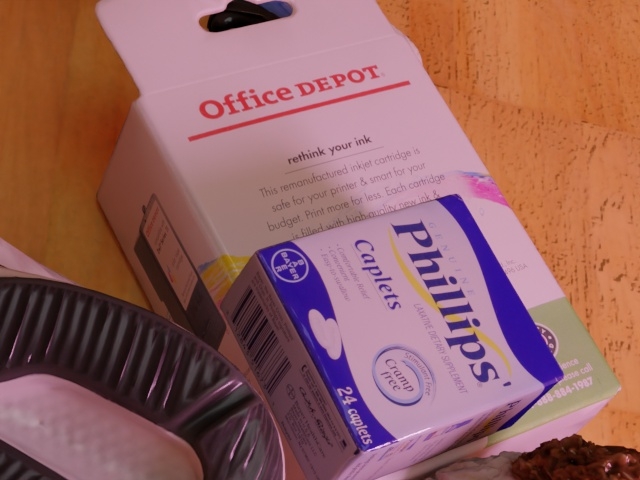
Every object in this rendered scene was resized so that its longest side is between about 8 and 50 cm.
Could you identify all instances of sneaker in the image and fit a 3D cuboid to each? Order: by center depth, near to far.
[{"bbox_3d":[-0.214,0.058,0.842,0.447,0.257,0.169,33,76,11],"label":"sneaker"},{"bbox_3d":[-0.008,-0.133,1.150,0.152,0.058,0.084,29,45,3],"label":"sneaker"}]

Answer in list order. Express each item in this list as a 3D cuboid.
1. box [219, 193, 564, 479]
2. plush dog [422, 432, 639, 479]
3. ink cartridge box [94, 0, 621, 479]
[{"bbox_3d":[0.038,0.055,0.884,0.137,0.072,0.126,-17,68,-30],"label":"box"},{"bbox_3d":[0.134,0.215,0.892,0.225,0.262,0.210,50,19,-2],"label":"plush dog"},{"bbox_3d":[0.000,0.000,1.025,0.207,0.119,0.353,-17,66,-30],"label":"ink cartridge box"}]
